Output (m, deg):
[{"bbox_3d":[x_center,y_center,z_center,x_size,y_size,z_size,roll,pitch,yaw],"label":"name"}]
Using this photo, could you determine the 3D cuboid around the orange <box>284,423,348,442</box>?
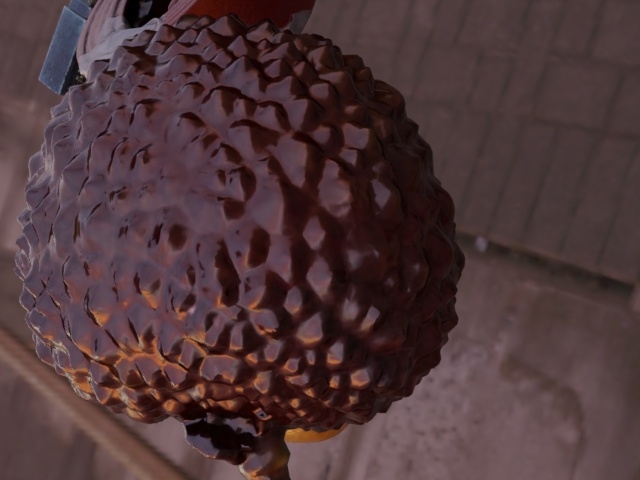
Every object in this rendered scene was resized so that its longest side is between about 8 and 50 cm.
[{"bbox_3d":[-0.025,0.142,1.700,0.154,0.154,0.134,-44,20,43],"label":"orange"}]

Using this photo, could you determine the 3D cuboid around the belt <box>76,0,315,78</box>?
[{"bbox_3d":[-0.122,-0.220,1.560,0.227,0.115,0.324,-25,31,32],"label":"belt"}]

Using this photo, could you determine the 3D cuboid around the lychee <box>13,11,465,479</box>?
[{"bbox_3d":[-0.046,0.011,0.938,0.264,0.264,0.300,-22,74,56],"label":"lychee"}]

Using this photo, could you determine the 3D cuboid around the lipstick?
[{"bbox_3d":[-0.261,-0.324,1.925,0.051,0.051,0.312,37,111,38],"label":"lipstick"}]
